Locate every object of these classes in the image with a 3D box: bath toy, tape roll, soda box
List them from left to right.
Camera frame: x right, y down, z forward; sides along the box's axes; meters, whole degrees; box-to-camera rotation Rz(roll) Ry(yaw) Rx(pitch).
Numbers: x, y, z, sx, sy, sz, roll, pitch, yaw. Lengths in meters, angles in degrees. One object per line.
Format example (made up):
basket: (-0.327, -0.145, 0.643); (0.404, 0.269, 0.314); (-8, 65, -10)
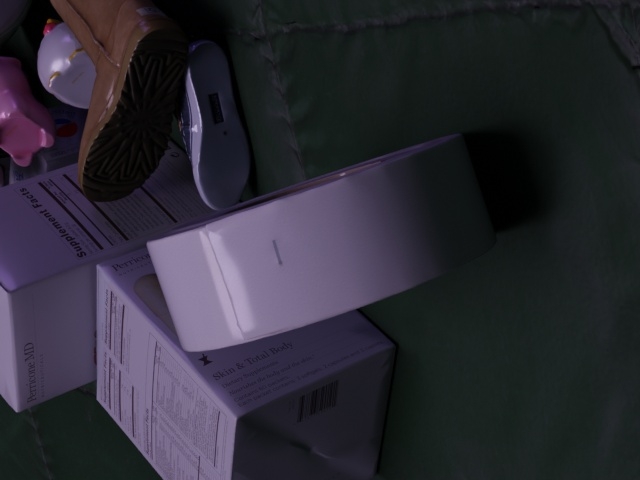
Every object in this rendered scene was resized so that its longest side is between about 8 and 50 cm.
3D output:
bath toy: (-0.394, -0.156, 1.751); (0.151, 0.348, 0.129); (47, -166, -35)
soda box: (-0.354, -0.046, 1.919); (0.091, 0.098, 0.286); (50, 144, 28)
tape roll: (0.000, 0.000, 1.216); (0.286, 0.286, 0.100); (-11, 98, 59)

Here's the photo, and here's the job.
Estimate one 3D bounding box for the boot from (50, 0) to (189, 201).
boot: (-0.242, -0.208, 1.592); (0.269, 0.089, 0.236); (53, 125, 42)

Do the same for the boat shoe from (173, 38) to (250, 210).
boat shoe: (-0.126, -0.126, 1.556); (0.083, 0.065, 0.183); (14, 114, 59)

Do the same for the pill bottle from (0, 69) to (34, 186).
pill bottle: (-0.423, -0.150, 1.972); (0.086, 0.086, 0.152); (10, 116, 55)

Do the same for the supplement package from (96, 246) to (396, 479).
supplement package: (-0.087, 0.140, 1.518); (0.262, 0.199, 0.198); (42, 140, 37)

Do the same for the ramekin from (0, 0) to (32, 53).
ramekin: (-0.505, -0.334, 1.795); (0.148, 0.303, 0.303); (-24, 87, 51)

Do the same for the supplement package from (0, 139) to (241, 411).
supplement package: (-0.255, 0.031, 1.623); (0.175, 0.293, 0.177); (42, 141, 37)
